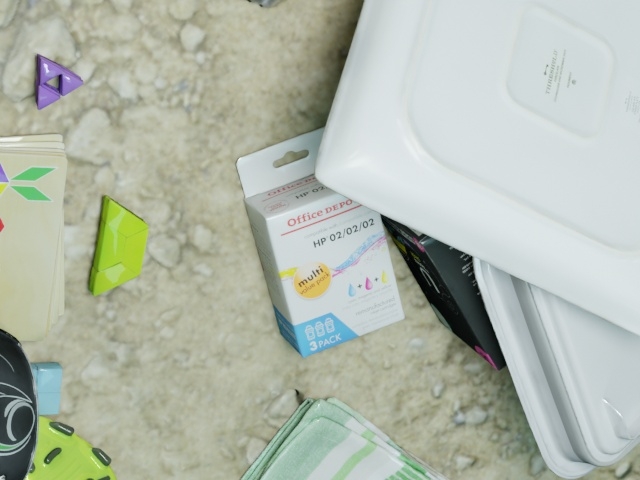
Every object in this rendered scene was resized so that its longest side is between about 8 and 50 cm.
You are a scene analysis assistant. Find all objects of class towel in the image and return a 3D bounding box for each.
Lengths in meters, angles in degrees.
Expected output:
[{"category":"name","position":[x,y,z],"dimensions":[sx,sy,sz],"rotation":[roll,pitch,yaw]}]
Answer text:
[{"category":"towel","position":[0.041,0.315,1.806],"dimensions":[0.325,0.038,0.248],"rotation":[35,95,-29]}]

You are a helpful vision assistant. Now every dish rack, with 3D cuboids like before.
[{"category":"dish rack","position":[0.297,0.029,1.674],"dimensions":[0.333,0.072,0.285],"rotation":[-37,117,-32]}]

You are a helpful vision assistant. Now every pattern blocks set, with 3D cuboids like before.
[{"category":"pattern blocks set","position":[-0.285,-0.004,1.556],"dimensions":[0.285,0.026,0.325],"rotation":[11,106,-25]}]

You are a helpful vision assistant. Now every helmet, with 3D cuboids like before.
[{"category":"helmet","position":[-0.325,0.142,1.492],"dimensions":[0.161,0.169,0.169],"rotation":[-1,111,-38]}]

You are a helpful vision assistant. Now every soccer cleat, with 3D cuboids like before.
[{"category":"soccer cleat","position":[-0.200,0.277,1.665],"dimensions":[0.289,0.121,0.093],"rotation":[50,46,-17]}]

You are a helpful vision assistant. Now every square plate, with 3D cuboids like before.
[{"category":"square plate","position":[0.189,-0.135,1.555],"dimensions":[0.344,0.049,0.347],"rotation":[25,65,-19]}]

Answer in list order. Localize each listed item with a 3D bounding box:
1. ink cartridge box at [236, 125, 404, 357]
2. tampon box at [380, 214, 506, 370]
[{"category":"ink cartridge box","position":[0.000,0.000,1.652],"dimensions":[0.104,0.061,0.181],"rotation":[-21,116,-13]},{"category":"tampon box","position":[0.139,0.012,1.678],"dimensions":[0.101,0.120,0.161],"rotation":[-36,119,-7]}]
